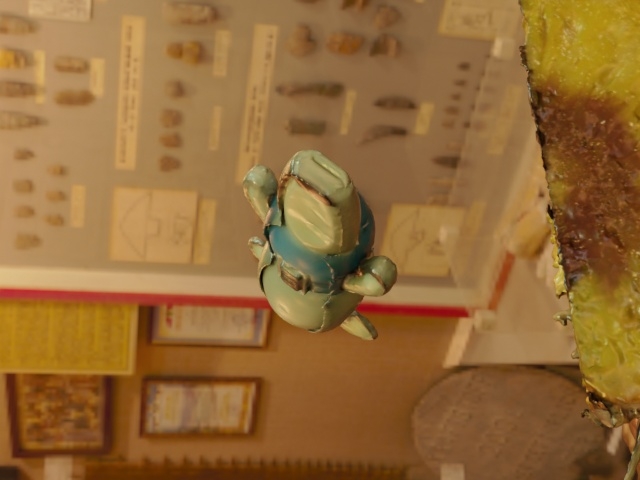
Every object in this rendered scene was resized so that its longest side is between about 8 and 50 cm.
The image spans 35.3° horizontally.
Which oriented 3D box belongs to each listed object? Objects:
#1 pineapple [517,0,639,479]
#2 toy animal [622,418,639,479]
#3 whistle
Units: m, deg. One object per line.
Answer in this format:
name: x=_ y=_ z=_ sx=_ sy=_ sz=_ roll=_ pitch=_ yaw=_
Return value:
pineapple: x=0.219 y=-0.016 z=0.644 sx=0.158 sy=0.161 sz=0.334 roll=71 pitch=-169 yaw=-58
toy animal: x=0.288 y=0.150 z=0.817 sx=0.312 sy=0.097 sz=0.157 roll=62 pitch=-161 yaw=-46
whistle: x=0.000 y=0.000 z=0.616 sx=0.077 sy=0.114 sz=0.235 roll=-48 pitch=-11 yaw=-16
